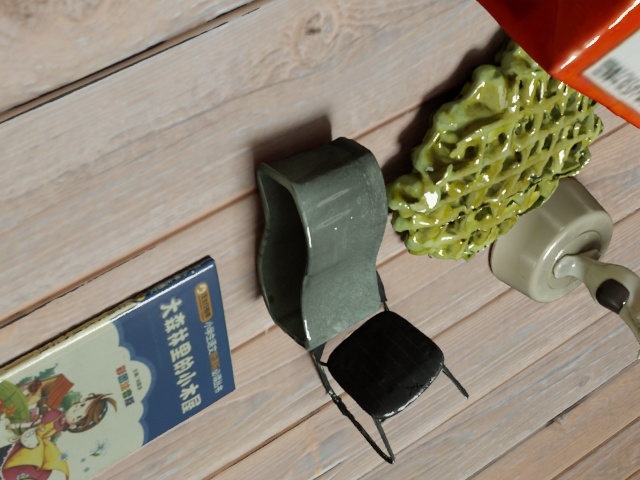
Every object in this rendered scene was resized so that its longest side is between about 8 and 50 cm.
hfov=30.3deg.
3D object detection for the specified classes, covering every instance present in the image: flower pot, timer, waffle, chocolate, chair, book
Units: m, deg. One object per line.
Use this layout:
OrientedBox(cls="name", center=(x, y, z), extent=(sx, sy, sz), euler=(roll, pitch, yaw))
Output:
OrientedBox(cls="flower pot", center=(0.000, 0.000, 1.268), extent=(0.108, 0.103, 0.229), euler=(-26, 139, -27))
OrientedBox(cls="timer", center=(0.377, 0.057, 1.572), extent=(0.175, 0.266, 0.175), euler=(-28, 141, -25))
OrientedBox(cls="waffle", center=(0.216, -0.099, 1.419), extent=(0.317, 0.073, 0.297), euler=(-49, 146, 4))
OrientedBox(cls="chocolate", center=(0.234, -0.257, 1.062), extent=(0.161, 0.341, 0.360), euler=(-48, 147, 20))
OrientedBox(cls="chair", center=(0.072, 0.144, 1.451), extent=(0.140, 0.145, 0.221), euler=(-40, 143, -10))
OrientedBox(cls="book", center=(-0.235, 0.167, 1.264), extent=(0.322, 0.018, 0.228), euler=(-29, 142, -22))
